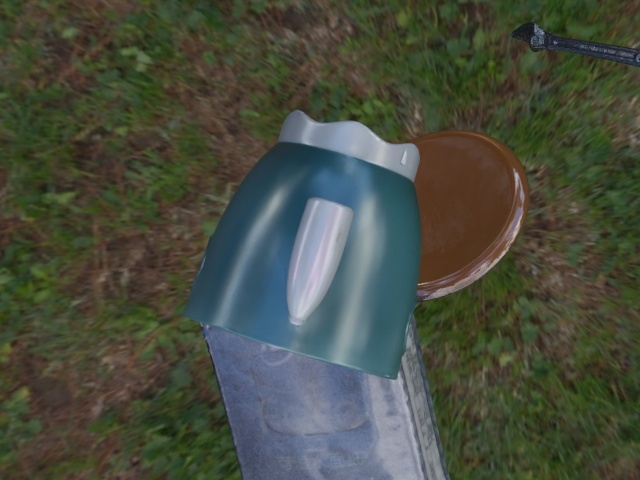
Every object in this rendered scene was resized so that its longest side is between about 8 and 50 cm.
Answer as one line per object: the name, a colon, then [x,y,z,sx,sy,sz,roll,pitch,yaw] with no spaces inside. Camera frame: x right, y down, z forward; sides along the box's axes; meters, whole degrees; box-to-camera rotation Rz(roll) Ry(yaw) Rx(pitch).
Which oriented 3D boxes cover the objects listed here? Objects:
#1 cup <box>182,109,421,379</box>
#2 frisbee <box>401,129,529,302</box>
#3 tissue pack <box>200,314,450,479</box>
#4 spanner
cup: [0.000,0.000,0.949,0.167,0.300,0.173,16,86,0]
frisbee: [0.133,-0.036,1.539,0.250,0.021,0.251,-16,50,20]
tissue pack: [0.014,0.250,1.787,0.288,0.124,0.394,-8,103,21]
spanner: [0.353,-0.264,1.709,0.208,0.012,0.046,17,65,31]
